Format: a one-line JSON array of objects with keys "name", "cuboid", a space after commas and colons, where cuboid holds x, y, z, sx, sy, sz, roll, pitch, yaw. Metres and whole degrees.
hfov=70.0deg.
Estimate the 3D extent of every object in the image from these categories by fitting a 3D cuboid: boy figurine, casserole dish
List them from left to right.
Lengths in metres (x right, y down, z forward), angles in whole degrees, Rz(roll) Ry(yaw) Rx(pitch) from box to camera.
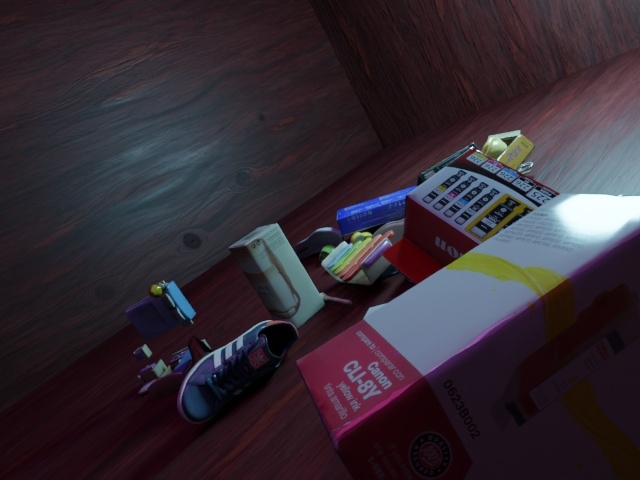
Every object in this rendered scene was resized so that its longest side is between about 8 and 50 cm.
[{"name": "casserole dish", "cuboid": [0.225, 0.052, 1.413, 0.114, 0.037, 0.188, -27, 12, 11]}, {"name": "boy figurine", "cuboid": [0.513, -0.261, 1.601, 0.177, 0.092, 0.285, 11, -31, -40]}]

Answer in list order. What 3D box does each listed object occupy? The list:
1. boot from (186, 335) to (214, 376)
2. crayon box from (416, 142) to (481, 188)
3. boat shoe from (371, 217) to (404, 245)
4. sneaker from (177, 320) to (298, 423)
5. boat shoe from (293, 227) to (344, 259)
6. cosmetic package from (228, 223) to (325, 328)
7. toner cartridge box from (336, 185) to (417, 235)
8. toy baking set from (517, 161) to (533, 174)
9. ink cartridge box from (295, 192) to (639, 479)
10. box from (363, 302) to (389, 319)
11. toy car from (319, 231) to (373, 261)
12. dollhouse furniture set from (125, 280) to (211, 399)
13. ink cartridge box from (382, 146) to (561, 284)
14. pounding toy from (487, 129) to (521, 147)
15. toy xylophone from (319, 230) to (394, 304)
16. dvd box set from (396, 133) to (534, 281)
[{"name": "boot", "cuboid": [-0.348, 0.361, 1.306, 0.115, 0.112, 0.305, -50, 23, -12]}, {"name": "crayon box", "cuboid": [0.416, -0.163, 1.495, 0.202, 0.081, 0.318, -31, -20, -1]}, {"name": "boat shoe", "cuboid": [0.268, -0.030, 1.438, 0.233, 0.084, 0.079, -30, -24, 19]}, {"name": "sneaker", "cuboid": [-0.191, 0.307, 1.130, 0.148, 0.131, 0.350, -22, 14, 48]}, {"name": "boat shoe", "cuboid": [0.000, 0.000, 1.948, 0.302, 0.109, 0.094, -19, 14, 48]}, {"name": "cosmetic package", "cuboid": [-0.133, 0.109, 1.391, 0.129, 0.296, 0.153, -38, 14, -28]}, {"name": "toner cartridge box", "cuboid": [0.241, -0.121, 1.821, 0.347, 0.075, 0.165, -17, 13, 9]}, {"name": "toy baking set", "cuboid": [0.608, -0.220, 1.551, 0.196, 0.030, 0.256, -25, 5, 14]}, {"name": "ink cartridge box", "cuboid": [0.214, 0.159, 0.480, 0.384, 0.279, 0.160, -32, 14, -8]}, {"name": "box", "cuboid": [0.148, 0.186, 0.920, 0.102, 0.101, 0.087, -21, 15, 33]}, {"name": "toy car", "cuboid": [0.066, 0.039, 1.768, 0.225, 0.053, 0.239, -14, 20, 50]}, {"name": "dollhouse furniture set", "cuboid": [-0.554, 0.325, 1.465, 0.286, 0.303, 0.198, -26, 12, 14]}, {"name": "ink cartridge box", "cuboid": [0.312, 0.003, 0.842, 0.271, 0.130, 0.309, -36, 55, -22]}, {"name": "pounding toy", "cuboid": [0.678, -0.323, 1.694, 0.130, 0.141, 0.100, -5, 24, 29]}, {"name": "toy xylophone", "cuboid": [0.097, 0.082, 1.370, 0.236, 0.081, 0.322, -46, 13, -25]}, {"name": "dvd box set", "cuboid": [0.397, -0.091, 1.241, 0.420, 0.062, 0.308, -40, -12, -39]}]
